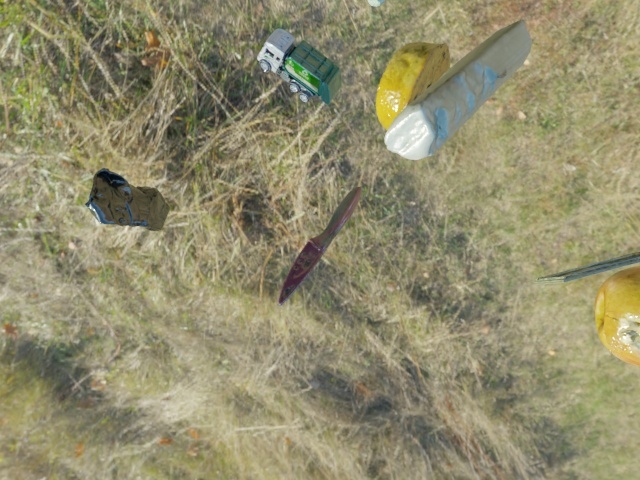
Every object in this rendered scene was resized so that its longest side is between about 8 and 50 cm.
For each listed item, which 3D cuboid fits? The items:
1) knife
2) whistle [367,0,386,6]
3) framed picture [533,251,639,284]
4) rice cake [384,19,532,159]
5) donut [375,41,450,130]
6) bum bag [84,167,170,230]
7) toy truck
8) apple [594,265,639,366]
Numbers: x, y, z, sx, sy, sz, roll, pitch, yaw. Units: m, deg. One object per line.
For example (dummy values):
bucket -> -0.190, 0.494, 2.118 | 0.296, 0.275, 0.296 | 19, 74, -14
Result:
knife -> 0.000, 0.000, 0.774 | 0.035, 0.247, 0.018 | 19, 145, 25
whistle -> 0.186, -0.663, 1.282 | 0.113, 0.236, 0.077 | 26, 155, 19
framed picture -> 0.719, 0.066, 1.319 | 0.293, 0.018, 0.231 | -15, 172, 3
rice cake -> 0.151, -0.160, 0.527 | 0.052, 0.256, 0.057 | 41, 143, 8
donut -> 0.239, -0.391, 1.355 | 0.108, 0.277, 0.278 | 27, 137, 22
bum bag -> -0.466, -0.096, 1.292 | 0.079, 0.142, 0.326 | -17, 174, 11
toy truck -> -0.055, -0.506, 1.514 | 0.253, 0.114, 0.124 | 36, 156, -9
apple -> 0.444, 0.103, 0.708 | 0.146, 0.147, 0.147 | -5, 134, -6
